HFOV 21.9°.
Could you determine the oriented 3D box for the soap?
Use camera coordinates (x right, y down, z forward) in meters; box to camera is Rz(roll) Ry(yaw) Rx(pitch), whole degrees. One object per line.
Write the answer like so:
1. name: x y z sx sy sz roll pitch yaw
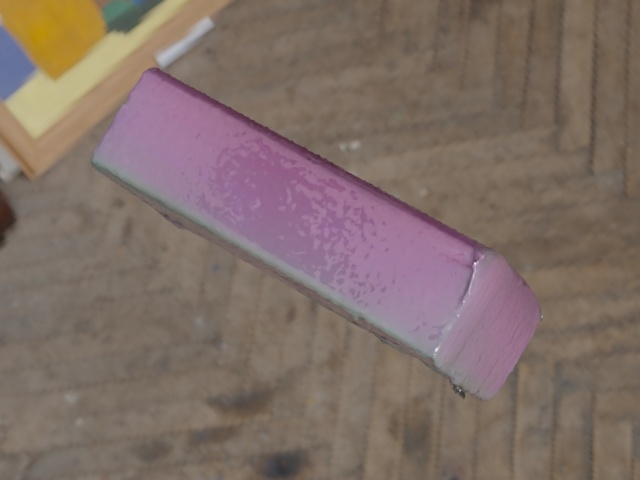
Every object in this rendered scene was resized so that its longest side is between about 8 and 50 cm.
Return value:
1. soap: 0.001 -0.002 1.040 0.259 0.181 0.081 30 86 22
